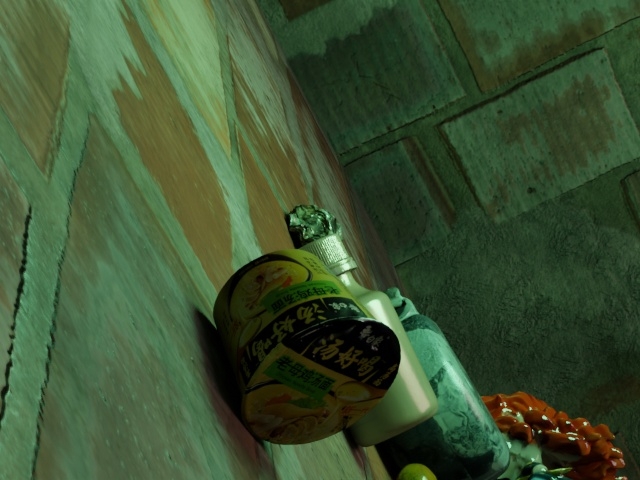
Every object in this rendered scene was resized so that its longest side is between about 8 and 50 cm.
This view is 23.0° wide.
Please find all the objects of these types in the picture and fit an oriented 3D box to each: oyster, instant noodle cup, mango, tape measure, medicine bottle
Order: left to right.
[{"bbox_3d":[-0.019,0.088,1.387,0.122,0.151,0.151,59,1,43],"label":"instant noodle cup"},{"bbox_3d":[0.000,0.000,2.269,0.177,0.064,0.125,-102,169,-59],"label":"oyster"},{"bbox_3d":[0.043,0.116,1.901,0.252,0.114,0.114,65,6,4],"label":"medicine bottle"},{"bbox_3d":[0.128,0.336,2.002,0.079,0.057,0.114,69,4,-48],"label":"mango"},{"bbox_3d":[0.145,0.229,2.167,0.256,0.147,0.275,57,5,-29],"label":"tape measure"}]

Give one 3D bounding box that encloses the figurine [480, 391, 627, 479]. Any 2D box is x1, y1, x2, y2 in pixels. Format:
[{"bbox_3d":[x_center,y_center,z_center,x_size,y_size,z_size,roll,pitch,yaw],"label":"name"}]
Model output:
[{"bbox_3d":[0.297,0.374,2.329,0.412,0.306,0.241,-57,138,-72],"label":"figurine"}]
